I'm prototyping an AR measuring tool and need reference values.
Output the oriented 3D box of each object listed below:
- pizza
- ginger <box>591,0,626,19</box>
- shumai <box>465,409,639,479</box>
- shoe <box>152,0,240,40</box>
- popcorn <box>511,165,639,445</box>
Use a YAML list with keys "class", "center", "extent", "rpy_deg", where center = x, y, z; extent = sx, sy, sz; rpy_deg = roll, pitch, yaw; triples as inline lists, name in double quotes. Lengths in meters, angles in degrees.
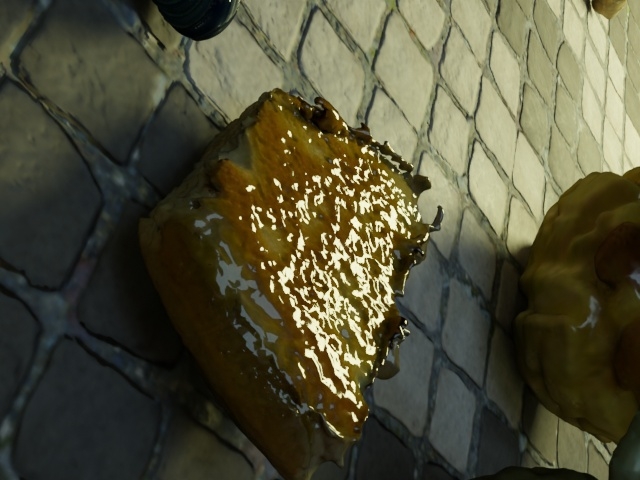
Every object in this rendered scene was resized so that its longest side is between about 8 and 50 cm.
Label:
- class: "pizza"
  center: [0.000, 0.000, 0.531]
  extent: [0.189, 0.071, 0.297]
  rpy_deg: [54, 36, -11]
- class: "ginger"
  center: [0.357, -0.407, 1.167]
  extent: [0.288, 0.075, 0.089]
  rpy_deg: [32, 50, -41]
- class: "shumai"
  center: [0.258, 0.248, 0.542]
  extent: [0.330, 0.288, 0.292]
  rpy_deg: [39, 17, -9]
- class: "shoe"
  center: [-0.093, -0.173, 0.455]
  extent: [0.143, 0.064, 0.071]
  rpy_deg: [61, 37, -18]
- class: "popcorn"
  center: [0.299, 0.056, 0.826]
  extent: [0.332, 0.225, 0.264]
  rpy_deg: [-37, 124, -76]
